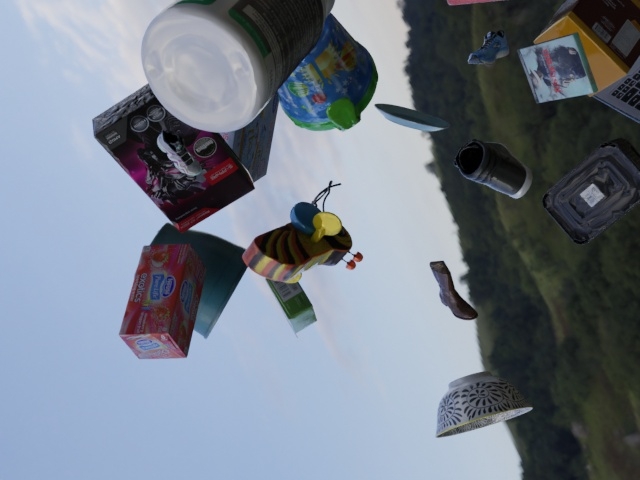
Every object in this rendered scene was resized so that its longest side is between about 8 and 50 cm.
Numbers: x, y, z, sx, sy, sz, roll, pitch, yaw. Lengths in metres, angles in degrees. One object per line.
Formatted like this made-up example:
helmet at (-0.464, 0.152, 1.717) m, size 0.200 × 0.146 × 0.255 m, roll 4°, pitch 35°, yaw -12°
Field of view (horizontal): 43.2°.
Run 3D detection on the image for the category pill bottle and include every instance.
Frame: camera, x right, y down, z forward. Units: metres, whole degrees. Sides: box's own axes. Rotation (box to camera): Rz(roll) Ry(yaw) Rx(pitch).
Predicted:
pill bottle at (-0.112, -0.345, 1.291) m, size 0.204 × 0.204 × 0.361 m, roll 54°, pitch -140°, yaw -21°

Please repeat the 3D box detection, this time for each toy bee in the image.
toy bee at (0.000, 0.000, 1.515) m, size 0.162 × 0.298 × 0.195 m, roll 43°, pitch 151°, yaw 6°

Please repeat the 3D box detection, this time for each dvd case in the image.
dvd case at (0.334, -0.242, 1.143) m, size 0.087 × 0.013 × 0.119 m, roll 66°, pitch 160°, yaw -13°

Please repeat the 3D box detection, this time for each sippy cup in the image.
sippy cup at (-0.018, -0.388, 1.735) m, size 0.306 × 0.240 × 0.224 m, roll 23°, pitch 169°, yaw 29°

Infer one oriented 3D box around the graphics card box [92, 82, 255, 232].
graphics card box at (-0.351, -0.207, 1.973) m, size 0.371 × 0.233 × 0.094 m, roll 55°, pitch -172°, yaw -40°

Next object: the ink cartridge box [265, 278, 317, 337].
ink cartridge box at (-0.062, 0.143, 1.834) m, size 0.109 × 0.062 × 0.209 m, roll 58°, pitch 174°, yaw 18°

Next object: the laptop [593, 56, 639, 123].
laptop at (0.901, -0.492, 1.998) m, size 0.408 × 0.382 × 0.236 m, roll 43°, pitch 173°, yaw 36°

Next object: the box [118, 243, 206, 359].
box at (-0.369, 0.142, 1.912) m, size 0.122 × 0.128 × 0.256 m, roll 69°, pitch -158°, yaw -51°

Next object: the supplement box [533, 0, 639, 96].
supplement box at (0.638, -0.481, 1.863) m, size 0.191 × 0.194 × 0.129 m, roll 42°, pitch 156°, yaw -7°

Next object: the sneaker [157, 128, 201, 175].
sneaker at (-0.248, -0.158, 1.428) m, size 0.098 × 0.038 × 0.069 m, roll 40°, pitch 160°, yaw -4°

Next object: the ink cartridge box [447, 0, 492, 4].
ink cartridge box at (0.349, -0.653, 1.481) m, size 0.160 × 0.279 × 0.384 m, roll -62°, pitch -35°, yaw -41°

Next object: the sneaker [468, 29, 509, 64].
sneaker at (0.424, -0.493, 2.055) m, size 0.162 × 0.063 × 0.073 m, roll -36°, pitch -53°, yaw -43°

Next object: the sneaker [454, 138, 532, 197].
sneaker at (0.374, -0.197, 1.906) m, size 0.147 × 0.104 × 0.295 m, roll 25°, pitch -166°, yaw -21°

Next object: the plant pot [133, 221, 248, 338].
plant pot at (-0.350, 0.086, 2.181) m, size 0.255 × 0.271 × 0.271 m, roll 30°, pitch -160°, yaw -4°

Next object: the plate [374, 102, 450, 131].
plate at (0.216, -0.290, 1.927) m, size 0.188 × 0.024 × 0.188 m, roll 13°, pitch -161°, yaw -5°

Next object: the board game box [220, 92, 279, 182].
board game box at (-0.223, -0.307, 2.397) m, size 0.066 × 0.318 × 0.318 m, roll 18°, pitch -156°, yaw 13°

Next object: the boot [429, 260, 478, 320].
boot at (0.263, 0.097, 1.606) m, size 0.106 × 0.037 × 0.114 m, roll 31°, pitch 149°, yaw 46°

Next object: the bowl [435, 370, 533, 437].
bowl at (0.262, 0.269, 1.357) m, size 0.170 × 0.170 × 0.080 m, roll 29°, pitch -139°, yaw -62°

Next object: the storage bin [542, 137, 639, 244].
storage bin at (0.521, -0.092, 1.505) m, size 0.122 × 0.180 × 0.084 m, roll 52°, pitch -147°, yaw 13°
